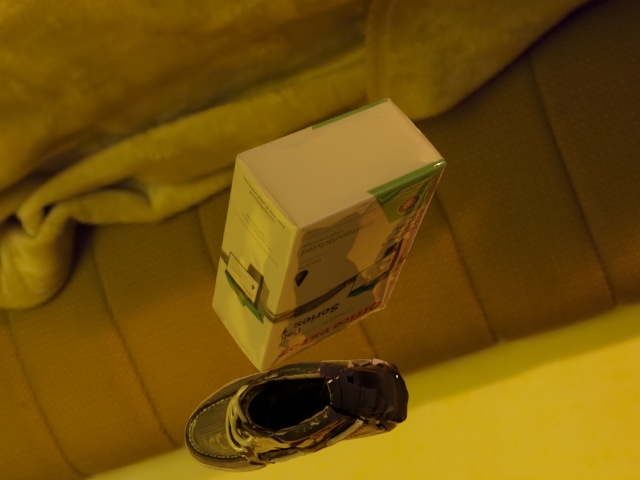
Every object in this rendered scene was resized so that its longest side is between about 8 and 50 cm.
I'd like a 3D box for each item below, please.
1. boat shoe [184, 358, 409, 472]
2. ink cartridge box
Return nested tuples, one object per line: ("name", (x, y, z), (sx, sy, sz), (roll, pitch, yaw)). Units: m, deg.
("boat shoe", (-0.074, 0.209, 1.152), (0.340, 0.127, 0.158), (-23, 158, 31))
("ink cartridge box", (0.000, 0.000, 0.841), (0.160, 0.093, 0.219), (-25, 151, -28))
